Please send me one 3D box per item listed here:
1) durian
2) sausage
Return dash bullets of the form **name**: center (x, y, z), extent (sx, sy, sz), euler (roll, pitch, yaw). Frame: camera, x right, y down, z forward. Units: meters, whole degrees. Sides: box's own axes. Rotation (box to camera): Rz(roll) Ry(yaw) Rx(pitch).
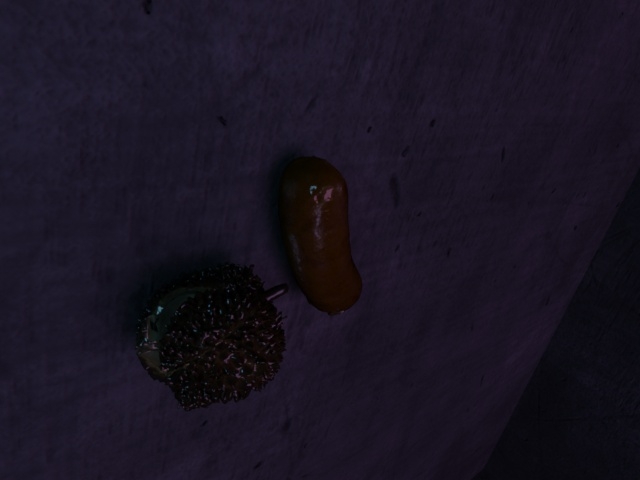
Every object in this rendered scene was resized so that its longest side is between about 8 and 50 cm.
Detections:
- **durian**: center (-0.119, 0.103, 0.643), extent (0.196, 0.196, 0.167), euler (-36, 137, -23)
- **sausage**: center (-0.002, -0.001, 0.768), extent (0.109, 0.109, 0.270), euler (-36, 140, -23)
